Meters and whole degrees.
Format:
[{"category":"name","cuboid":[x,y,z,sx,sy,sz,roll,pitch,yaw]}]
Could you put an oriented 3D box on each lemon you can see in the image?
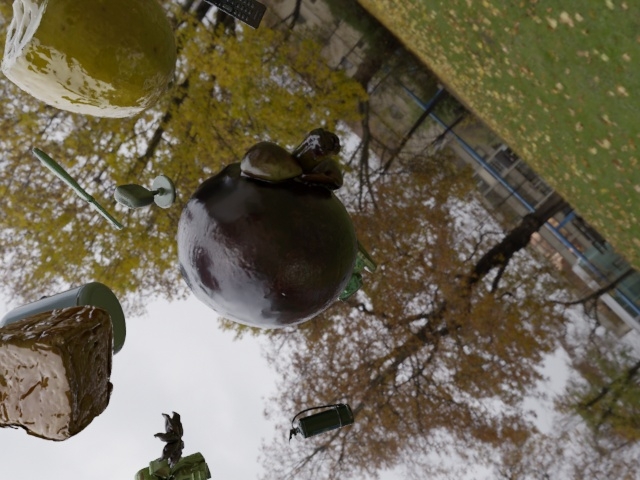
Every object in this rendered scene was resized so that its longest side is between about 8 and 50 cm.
[{"category":"lemon","cuboid":[-0.483,-0.429,1.116,0.364,0.364,0.364,34,-155,-18]}]

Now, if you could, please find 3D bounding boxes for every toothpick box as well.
[{"category":"toothpick box","cuboid":[-0.812,0.274,1.559,0.263,0.354,0.263,-18,-90,-87]}]

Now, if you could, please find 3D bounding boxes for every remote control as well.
[{"category":"remote control","cuboid":[-0.111,-0.287,0.610,0.091,0.034,0.016,25,-171,-15]}]

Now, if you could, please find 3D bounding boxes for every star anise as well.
[{"category":"star anise","cuboid":[-0.359,0.481,1.238,0.141,0.042,0.141,-8,-90,-87]}]

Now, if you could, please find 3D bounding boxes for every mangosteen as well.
[{"category":"mangosteen","cuboid":[-0.085,-0.011,0.803,0.297,0.297,0.293,-94,-8,-58]}]

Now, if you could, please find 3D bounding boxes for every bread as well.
[{"category":"bread","cuboid":[-0.383,0.184,0.733,0.143,0.158,0.149,1,-166,10]}]

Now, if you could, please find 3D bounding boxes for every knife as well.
[{"category":"knife","cuboid":[-0.517,-0.104,1.102,0.043,0.020,0.293,23,158,30]}]

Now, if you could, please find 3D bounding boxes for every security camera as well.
[{"category":"security camera","cuboid":[-0.278,-0.071,0.800,0.058,0.058,0.092,48,-147,15]}]

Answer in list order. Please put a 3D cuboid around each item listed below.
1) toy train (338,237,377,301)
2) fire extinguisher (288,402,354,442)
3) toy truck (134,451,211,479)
[{"category":"toy train","cuboid":[0.000,0.000,1.267,0.326,0.159,0.129,51,-177,40]},{"category":"fire extinguisher","cuboid":[-0.003,0.220,0.618,0.083,0.025,0.038,-14,-137,-14]},{"category":"toy truck","cuboid":[-0.382,0.608,1.311,0.191,0.116,0.085,-11,-155,-22]}]
